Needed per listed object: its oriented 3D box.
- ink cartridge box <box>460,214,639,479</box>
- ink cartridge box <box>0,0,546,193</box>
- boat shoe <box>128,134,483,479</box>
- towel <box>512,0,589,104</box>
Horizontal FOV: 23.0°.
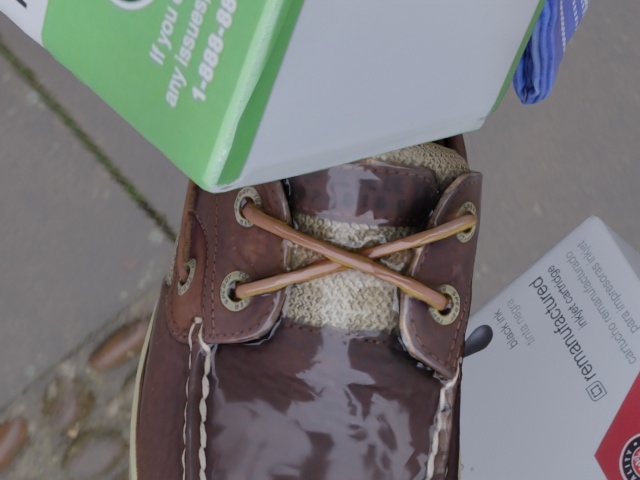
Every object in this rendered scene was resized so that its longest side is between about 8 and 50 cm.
[{"bbox_3d":[0.101,0.154,0.805,0.273,0.197,0.114,-42,128,16],"label":"ink cartridge box"},{"bbox_3d":[-0.051,-0.176,0.397,0.278,0.117,0.201,40,126,27],"label":"ink cartridge box"},{"bbox_3d":[0.000,0.000,0.567,0.123,0.342,0.123,7,147,1],"label":"boat shoe"},{"bbox_3d":[0.207,-0.269,1.006,0.040,0.243,0.336,26,72,17],"label":"towel"}]
